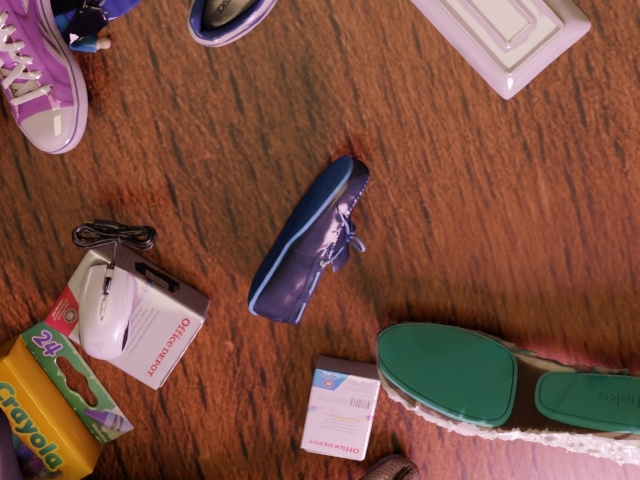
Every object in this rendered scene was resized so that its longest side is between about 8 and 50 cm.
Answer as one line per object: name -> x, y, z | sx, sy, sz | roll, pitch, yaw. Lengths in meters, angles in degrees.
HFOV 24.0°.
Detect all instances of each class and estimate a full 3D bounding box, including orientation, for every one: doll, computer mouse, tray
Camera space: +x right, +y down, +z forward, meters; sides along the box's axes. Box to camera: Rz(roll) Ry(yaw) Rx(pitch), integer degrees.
doll -> -0.293, -0.293, 1.850 | 0.189, 0.046, 0.129 | -32, 106, 21
computer mouse -> -0.267, 0.068, 1.902 | 0.106, 0.042, 0.193 | 8, 109, 0
tray -> 0.189, -0.308, 1.819 | 0.145, 0.030, 0.270 | -41, 102, 15

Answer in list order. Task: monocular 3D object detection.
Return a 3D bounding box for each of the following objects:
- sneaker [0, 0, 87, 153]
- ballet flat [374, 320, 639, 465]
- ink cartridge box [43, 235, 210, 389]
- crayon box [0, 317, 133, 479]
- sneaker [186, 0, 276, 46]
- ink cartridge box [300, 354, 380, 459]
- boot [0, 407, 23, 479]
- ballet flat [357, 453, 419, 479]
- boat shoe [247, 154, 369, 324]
sneaker -> -0.378, -0.232, 1.778 | 0.102, 0.161, 0.282 | -20, 89, 23
ballet flat -> 0.260, 0.216, 1.948 | 0.409, 0.147, 0.147 | 14, 110, 8
ink cartridge box -> -0.251, 0.093, 1.971 | 0.175, 0.072, 0.127 | 33, 108, -7
crayon box -> -0.446, 0.269, 2.045 | 0.323, 0.083, 0.203 | -30, 105, 13
sneaker -> -0.053, -0.345, 1.770 | 0.112, 0.131, 0.296 | 33, 107, -6
ink cartridge box -> 0.027, 0.223, 2.010 | 0.089, 0.052, 0.122 | 11, 109, 0
boot -> -0.283, 0.367, 1.962 | 0.445, 0.146, 0.367 | 12, 131, -15
ballet flat -> 0.030, 0.378, 2.019 | 0.250, 0.058, 0.084 | -34, 126, -8
boat shoe -> 0.000, 0.000, 1.919 | 0.089, 0.109, 0.258 | 27, 126, -13
